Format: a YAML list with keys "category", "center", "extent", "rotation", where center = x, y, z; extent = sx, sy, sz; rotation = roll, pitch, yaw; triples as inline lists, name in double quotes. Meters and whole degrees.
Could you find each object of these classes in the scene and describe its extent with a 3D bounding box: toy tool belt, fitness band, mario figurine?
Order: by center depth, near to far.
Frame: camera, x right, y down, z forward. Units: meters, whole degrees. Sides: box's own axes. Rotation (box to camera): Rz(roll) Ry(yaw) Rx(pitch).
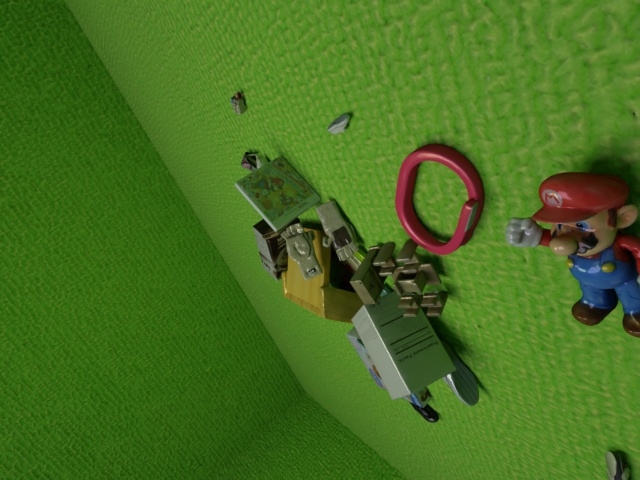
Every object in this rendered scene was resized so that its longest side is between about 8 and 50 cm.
- category: "mario figurine"
  center: [0.430, 0.036, 0.655]
  extent: [0.198, 0.170, 0.320]
  rotation: [-23, 114, 31]
- category: "fitness band"
  center: [0.270, -0.090, 0.943]
  extent: [0.209, 0.054, 0.291]
  rotation: [42, 153, 30]
- category: "toy tool belt"
  center: [-0.300, -0.494, 1.434]
  extent: [0.051, 0.052, 0.083]
  rotation: [30, 147, 27]

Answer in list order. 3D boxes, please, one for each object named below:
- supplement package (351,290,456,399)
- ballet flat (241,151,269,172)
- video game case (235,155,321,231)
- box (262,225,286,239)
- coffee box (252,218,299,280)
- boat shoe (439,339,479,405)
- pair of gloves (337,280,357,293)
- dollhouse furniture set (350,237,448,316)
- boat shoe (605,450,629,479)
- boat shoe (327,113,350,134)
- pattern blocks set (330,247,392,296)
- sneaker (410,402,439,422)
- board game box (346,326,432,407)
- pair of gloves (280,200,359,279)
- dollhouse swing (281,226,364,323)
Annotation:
- category: "supplement package"
  center: [0.257, 0.329, 1.292]
  extent: [0.293, 0.175, 0.177]
  rotation: [63, 160, 20]
- category: "ballet flat"
  center: [-0.243, -0.298, 1.585]
  extent: [0.221, 0.077, 0.079]
  rotation: [33, 130, 39]
- category: "video game case"
  center: [-0.146, -0.169, 1.398]
  extent: [0.227, 0.206, 0.026]
  rotation: [48, 156, 13]
- category: "box"
  center: [-0.120, -0.084, 1.475]
  extent: [0.021, 0.201, 0.164]
  rotation: [47, 158, -12]
- category: "coffee box"
  center: [-0.177, 0.019, 1.761]
  extent: [0.119, 0.168, 0.297]
  rotation: [39, 153, 29]
- category: "boat shoe"
  center: [0.435, 0.428, 1.319]
  extent: [0.226, 0.083, 0.076]
  rotation: [63, 165, 10]
- category: "pair of gloves"
  center: [0.144, 0.256, 1.674]
  extent: [0.159, 0.023, 0.198]
  rotation: [16, 136, 55]
- category: "dollhouse furniture set"
  center: [0.235, 0.092, 1.179]
  extent: [0.242, 0.161, 0.212]
  rotation: [-11, 122, 42]
- category: "boat shoe"
  center: [0.734, 0.566, 0.988]
  extent: [0.043, 0.049, 0.137]
  rotation: [-13, 116, 18]
- category: "boat shoe"
  center: [0.055, -0.305, 1.068]
  extent: [0.035, 0.035, 0.100]
  rotation: [32, 160, -22]
- category: "pattern blocks set"
  center: [0.125, 0.103, 1.490]
  extent: [0.325, 0.026, 0.285]
  rotation: [51, 158, 5]
- category: "sneaker"
  center: [0.429, 0.711, 1.733]
  extent: [0.170, 0.051, 0.089]
  rotation: [16, 141, 59]
- category: "board game box"
  center: [0.286, 0.536, 1.737]
  extent: [0.318, 0.066, 0.318]
  rotation: [59, 156, -12]
- category: "pair of gloves"
  center: [0.000, 0.000, 1.376]
  extent: [0.204, 0.240, 0.042]
  rotation: [58, -166, 0]
- category: "dollhouse swing"
  center: [0.035, 0.131, 1.597]
  extent: [0.315, 0.305, 0.347]
  rotation: [16, 177, -30]
